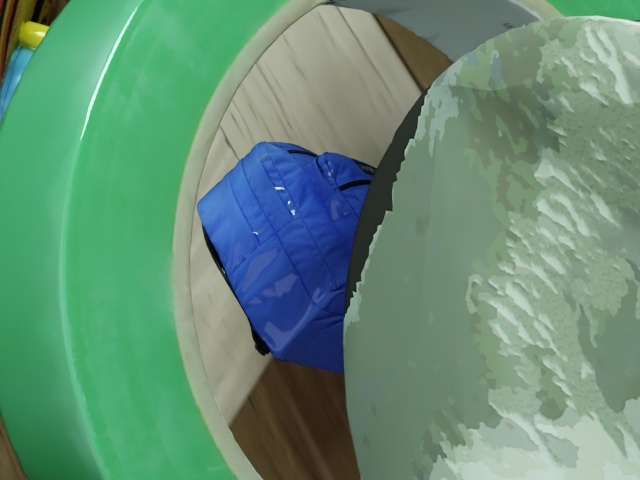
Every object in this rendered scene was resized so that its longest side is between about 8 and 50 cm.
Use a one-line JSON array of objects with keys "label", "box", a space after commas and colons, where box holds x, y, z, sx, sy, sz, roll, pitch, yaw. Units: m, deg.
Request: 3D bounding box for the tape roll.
[{"label": "tape roll", "box": [0.027, 0.011, 0.654, 0.077, 0.321, 0.321, -4, 93, 55]}]

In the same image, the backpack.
[{"label": "backpack", "box": [0.000, 0.000, 0.894, 0.101, 0.098, 0.120, -45, 55, 15]}]

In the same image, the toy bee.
[{"label": "toy bee", "box": [-0.240, -0.154, 1.153, 0.298, 0.195, 0.162, -8, 65, 66]}]

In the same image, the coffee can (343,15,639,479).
[{"label": "coffee can", "box": [0.175, 0.030, 0.486, 0.201, 0.275, 0.202, 14, 107, 53]}]
